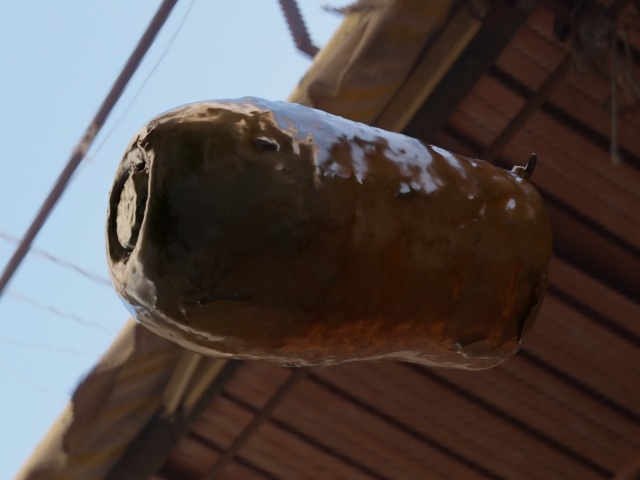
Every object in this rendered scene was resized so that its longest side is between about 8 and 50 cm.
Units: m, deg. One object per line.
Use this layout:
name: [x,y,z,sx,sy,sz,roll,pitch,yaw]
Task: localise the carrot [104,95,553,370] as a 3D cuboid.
carrot: [0.000,0.000,1.155,0.341,0.224,0.224,8,-50,-24]
